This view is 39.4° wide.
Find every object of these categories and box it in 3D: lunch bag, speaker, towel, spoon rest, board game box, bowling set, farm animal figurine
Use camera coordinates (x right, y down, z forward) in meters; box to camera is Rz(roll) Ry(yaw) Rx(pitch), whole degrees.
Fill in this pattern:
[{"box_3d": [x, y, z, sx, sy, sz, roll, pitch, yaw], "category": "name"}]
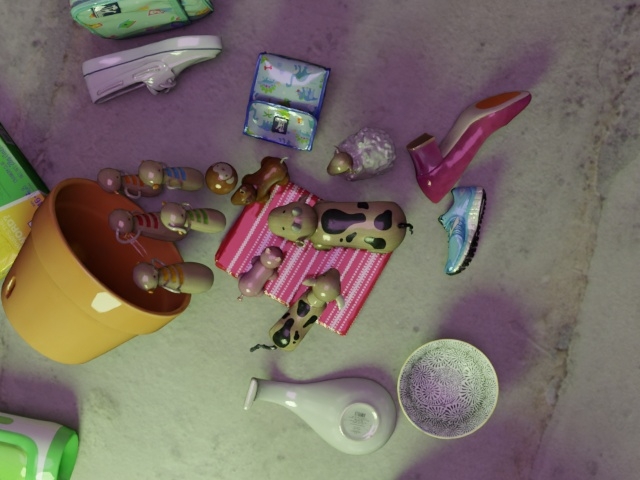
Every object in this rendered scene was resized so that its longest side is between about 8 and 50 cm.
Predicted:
[{"box_3d": [-0.290, -0.413, 1.469, 0.223, 0.279, 0.108, -11, 93, 0], "category": "lunch bag"}, {"box_3d": [-0.060, -0.241, 1.556, 0.128, 0.096, 0.151, 15, 105, 0], "category": "lunch bag"}, {"box_3d": [-0.584, 0.358, 1.560, 0.296, 0.131, 0.131, 11, 90, 3], "category": "speaker"}, {"box_3d": [-0.029, 0.021, 1.581, 0.274, 0.031, 0.199, 29, 89, 1], "category": "towel"}, {"box_3d": [0.001, 0.292, 1.565, 0.276, 0.084, 0.137, 17, 92, -11], "category": "spoon rest"}, {"box_3d": [-0.640, -0.029, 1.592, 0.316, 0.064, 0.242, -37, 88, 2], "category": "board game box"}, {"box_3d": [-0.247, -0.070, 1.460, 0.200, 0.154, 0.287, -51, 58, 25], "category": "bowling set"}, {"box_3d": [0.000, 0.000, 1.480, 0.326, 0.172, 0.331, -15, 89, -1], "category": "farm animal figurine"}]

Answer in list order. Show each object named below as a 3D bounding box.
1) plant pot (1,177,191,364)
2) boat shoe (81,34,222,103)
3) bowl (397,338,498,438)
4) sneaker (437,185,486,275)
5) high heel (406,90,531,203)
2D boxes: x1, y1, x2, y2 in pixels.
[{"box_3d": [-0.389, 0.070, 1.489, 0.203, 0.291, 0.291, -42, 88, 18], "category": "plant pot"}, {"box_3d": [-0.290, -0.299, 1.571, 0.258, 0.095, 0.084, -11, 93, 13], "category": "boat shoe"}, {"box_3d": [0.216, 0.250, 1.544, 0.170, 0.080, 0.170, 0, 89, 2], "category": "bowl"}, {"box_3d": [0.240, -0.018, 1.563, 0.073, 0.063, 0.162, 13, 86, 20], "category": "sneaker"}, {"box_3d": [0.273, -0.166, 1.555, 0.244, 0.082, 0.117, -31, 114, -9], "category": "high heel"}]
